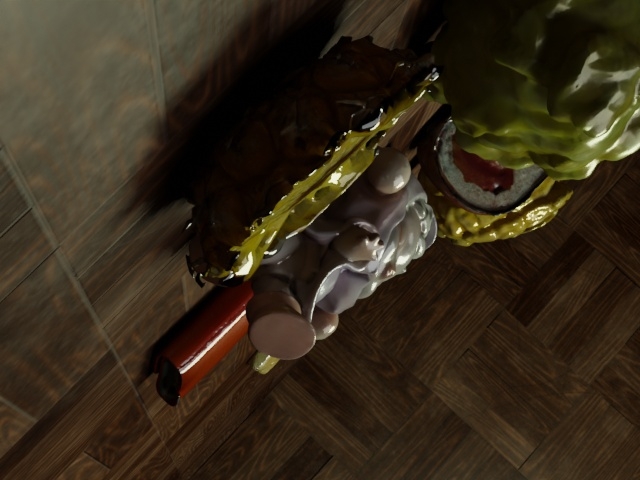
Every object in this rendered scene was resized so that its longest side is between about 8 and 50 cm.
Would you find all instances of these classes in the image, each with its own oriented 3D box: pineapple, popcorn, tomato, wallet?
[{"bbox_3d":[-0.015,-0.059,0.741,0.225,0.076,0.225,-44,175,-5],"label":"pineapple"},{"bbox_3d":[0.215,-0.174,1.010,0.242,0.235,0.250,3,162,-24],"label":"popcorn"},{"bbox_3d":[0.233,-0.142,1.618,0.214,0.180,0.155,-39,-169,-8],"label":"tomato"},{"bbox_3d":[-0.093,0.078,1.202,0.204,0.045,0.142,-45,171,-24],"label":"wallet"},{"bbox_3d":[0.277,-0.101,1.797,0.250,0.250,0.190,-44,145,-31],"label":"popcorn"}]

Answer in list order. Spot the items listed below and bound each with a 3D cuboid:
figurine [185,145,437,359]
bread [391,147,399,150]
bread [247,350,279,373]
[{"bbox_3d":[0.000,0.000,0.969,0.276,0.133,0.200,-32,151,-55],"label":"figurine"},{"bbox_3d":[0.082,-0.063,1.480,0.073,0.053,0.214,-50,174,-14],"label":"bread"},{"bbox_3d":[-0.095,0.204,2.028,0.070,0.035,0.083,-48,167,0],"label":"bread"}]
